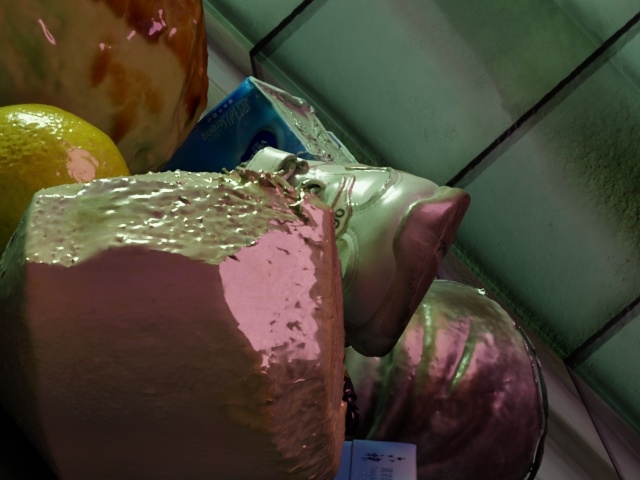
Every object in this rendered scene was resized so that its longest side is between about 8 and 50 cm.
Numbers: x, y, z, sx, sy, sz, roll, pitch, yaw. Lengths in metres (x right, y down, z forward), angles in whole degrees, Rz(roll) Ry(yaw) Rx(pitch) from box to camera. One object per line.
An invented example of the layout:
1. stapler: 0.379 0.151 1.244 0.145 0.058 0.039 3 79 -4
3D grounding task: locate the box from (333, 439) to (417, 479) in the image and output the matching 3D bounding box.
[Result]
1. box: 0.042 0.306 1.558 0.142 0.083 0.232 -80 171 -76

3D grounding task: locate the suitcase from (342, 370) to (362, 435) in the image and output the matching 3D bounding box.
1. suitcase: -0.087 0.119 1.867 0.194 0.143 0.235 32 21 -51

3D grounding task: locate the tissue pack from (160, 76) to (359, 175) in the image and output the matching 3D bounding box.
1. tissue pack: -0.101 -0.043 2.035 0.146 0.263 0.198 52 13 17

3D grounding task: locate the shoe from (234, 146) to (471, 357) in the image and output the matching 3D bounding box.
1. shoe: -0.001 0.002 1.708 0.198 0.172 0.351 30 -17 -10

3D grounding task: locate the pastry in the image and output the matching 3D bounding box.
1. pastry: -0.280 -0.226 1.884 0.388 0.313 0.388 46 16 -17

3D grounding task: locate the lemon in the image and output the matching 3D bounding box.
1. lemon: -0.266 -0.039 1.667 0.203 0.178 0.178 26 0 30

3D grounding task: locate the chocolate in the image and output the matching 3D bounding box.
1. chocolate: 0.075 0.190 1.987 0.213 0.303 0.303 4 42 -44

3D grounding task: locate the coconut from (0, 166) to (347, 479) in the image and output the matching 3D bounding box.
1. coconut: -0.137 0.076 1.494 0.297 0.310 0.297 -1 90 -86
